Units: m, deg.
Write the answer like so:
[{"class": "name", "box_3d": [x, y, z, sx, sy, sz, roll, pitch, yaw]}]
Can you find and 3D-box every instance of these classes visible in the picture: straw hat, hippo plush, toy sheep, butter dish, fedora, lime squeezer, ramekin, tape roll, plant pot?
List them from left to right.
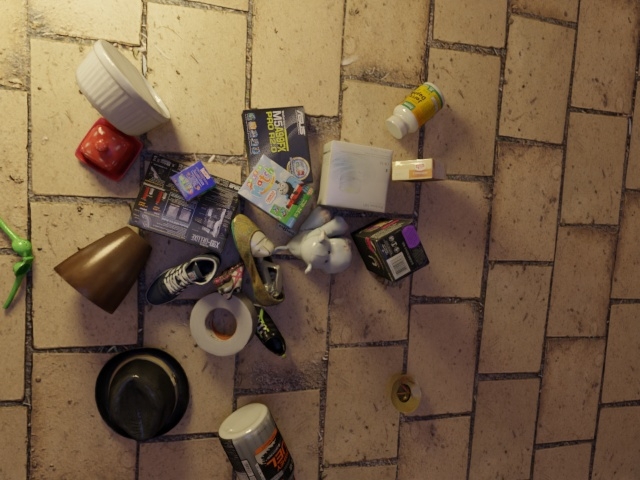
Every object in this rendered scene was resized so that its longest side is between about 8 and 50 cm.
[{"class": "lime squeezer", "box_3d": [-0.954, 0.061, 1.262, 0.110, 0.059, 0.310, -4, 97, -13]}, {"class": "butter dish", "box_3d": [-0.668, -0.288, 1.266, 0.160, 0.118, 0.160, 34, 87, -13]}, {"class": "plant pot", "box_3d": [-0.652, 0.074, 1.276, 0.215, 0.215, 0.230, 45, 69, -13]}, {"class": "ramekin", "box_3d": [-0.587, -0.435, 1.205, 0.127, 0.273, 0.273, -37, 103, 4]}, {"class": "fedora", "box_3d": [-0.596, 0.531, 1.343, 0.334, 0.152, 0.334, -1, 95, -13]}, {"class": "tape roll", "box_3d": [-0.329, 0.278, 1.390, 0.219, 0.072, 0.219, 0, 92, 7]}, {"class": "hippo plush", "box_3d": [0.000, 0.000, 1.393, 0.294, 0.236, 0.234, 19, 91, -15]}, {"class": "toy sheep", "box_3d": [0.279, 0.140, 1.553, 0.132, 0.091, 0.091, -6, 97, -8]}, {"class": "straw hat", "box_3d": [0.327, 0.606, 1.620, 0.144, 0.061, 0.144, 4, 78, -18]}]

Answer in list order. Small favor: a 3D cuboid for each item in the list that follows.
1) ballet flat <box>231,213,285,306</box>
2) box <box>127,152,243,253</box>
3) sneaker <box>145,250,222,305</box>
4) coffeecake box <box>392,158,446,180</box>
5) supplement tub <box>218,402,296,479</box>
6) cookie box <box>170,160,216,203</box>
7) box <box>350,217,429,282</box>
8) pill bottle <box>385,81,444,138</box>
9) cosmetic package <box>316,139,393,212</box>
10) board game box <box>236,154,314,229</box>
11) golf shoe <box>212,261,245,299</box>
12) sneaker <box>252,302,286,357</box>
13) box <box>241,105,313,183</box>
[{"class": "ballet flat", "box_3d": [-0.197, 0.070, 1.388, 0.123, 0.123, 0.348, -18, 111, -11]}, {"class": "box", "box_3d": [-0.435, -0.115, 1.341, 0.307, 0.076, 0.242, 18, 82, -14]}, {"class": "sneaker", "box_3d": [-0.454, 0.129, 1.338, 0.282, 0.153, 0.099, -33, 102, -9]}, {"class": "coffeecake box", "box_3d": [0.358, -0.248, 1.459, 0.185, 0.142, 0.068, -9, 99, -58]}, {"class": "supplement tub", "box_3d": [-0.214, 0.761, 1.436, 0.193, 0.193, 0.316, -24, 101, -10]}, {"class": "cookie box", "box_3d": [-0.402, -0.185, 1.293, 0.107, 0.040, 0.092, -34, 95, -16]}, {"class": "box", "box_3d": [0.235, 0.025, 1.434, 0.143, 0.270, 0.165, -27, 101, -10]}, {"class": "pill bottle", "box_3d": [0.342, -0.471, 1.493, 0.208, 0.117, 0.117, -41, 103, -6]}, {"class": "cosmetic package", "box_3d": [0.119, -0.222, 1.454, 0.224, 0.138, 0.224, 6, 95, -14]}, {"class": "board game box", "box_3d": [-0.148, -0.162, 1.368, 0.211, 0.039, 0.160, 33, 77, -12]}, {"class": "golf shoe", "box_3d": [-0.298, 0.134, 1.371, 0.067, 0.186, 0.086, -20, 103, 18]}, {"class": "sneaker", "box_3d": [-0.191, 0.320, 1.449, 0.084, 0.097, 0.234, -41, 103, -7]}, {"class": "box", "box_3d": [-0.150, -0.321, 1.418, 0.216, 0.060, 0.270, -8, 97, -12]}]
